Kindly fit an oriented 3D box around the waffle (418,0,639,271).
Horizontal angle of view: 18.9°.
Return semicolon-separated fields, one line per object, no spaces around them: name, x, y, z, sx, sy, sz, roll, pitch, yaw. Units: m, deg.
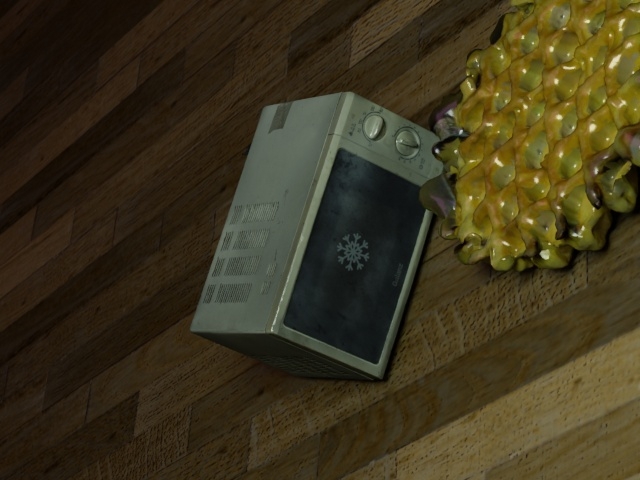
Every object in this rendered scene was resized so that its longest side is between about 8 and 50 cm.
waffle;0.201;-0.109;1.666;0.329;0.062;0.329;-40;38;41

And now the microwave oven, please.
microwave oven;0.000;0.000;1.840;0.194;0.145;0.241;-7;63;61
